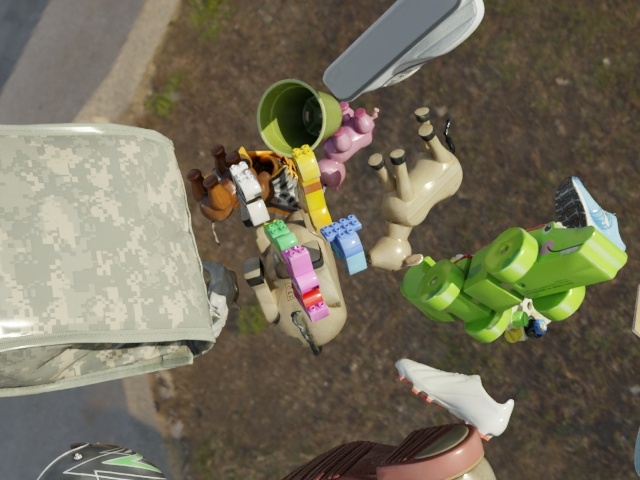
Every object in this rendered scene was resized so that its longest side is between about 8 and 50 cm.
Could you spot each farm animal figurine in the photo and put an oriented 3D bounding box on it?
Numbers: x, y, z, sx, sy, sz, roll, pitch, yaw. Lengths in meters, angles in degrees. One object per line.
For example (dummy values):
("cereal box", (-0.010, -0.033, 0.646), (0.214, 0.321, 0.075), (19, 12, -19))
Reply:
("farm animal figurine", (0.000, 0.000, 1.188), (0.330, 0.172, 0.327), (-5, 45, 21))

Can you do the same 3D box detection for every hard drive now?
("hard drive", (0.148, -0.261, 0.929), (0.307, 0.040, 0.203), (-46, 7, -32))

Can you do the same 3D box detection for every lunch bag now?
("lunch bag", (-0.253, 0.017, 0.961), (0.169, 0.286, 0.235), (-45, 54, 53))

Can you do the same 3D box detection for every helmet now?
("helmet", (-0.245, 0.307, 1.110), (0.169, 0.169, 0.161), (-65, 12, -12))

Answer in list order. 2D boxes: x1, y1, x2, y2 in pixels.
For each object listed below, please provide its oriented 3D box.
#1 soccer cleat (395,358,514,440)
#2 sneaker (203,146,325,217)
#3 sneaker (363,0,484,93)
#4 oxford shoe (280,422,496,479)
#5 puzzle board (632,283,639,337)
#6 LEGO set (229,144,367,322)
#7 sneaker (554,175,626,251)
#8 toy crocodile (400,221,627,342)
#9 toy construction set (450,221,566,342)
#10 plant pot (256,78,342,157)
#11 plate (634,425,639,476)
("soccer cleat", (0.204, 0.227, 1.514), (0.196, 0.068, 0.076), (32, 87, 27))
("sneaker", (-0.063, -0.089, 1.422), (0.083, 0.214, 0.084), (-49, 61, 33))
("sneaker", (0.134, -0.293, 1.424), (0.258, 0.091, 0.094), (-22, 94, 42))
("oxford shoe", (0.062, 0.312, 1.169), (0.348, 0.123, 0.130), (-22, 96, 47))
("puzzle board", (0.567, 0.147, 1.665), (0.011, 0.128, 0.096), (-27, 33, 45))
("LEGO set", (-0.022, -0.034, 1.002), (0.087, 0.093, 0.227), (-23, 40, -11))
("sneaker", (0.439, -0.033, 1.607), (0.073, 0.162, 0.063), (-29, 2, -33))
("toy crocodile", (0.226, 0.042, 1.226), (0.340, 0.115, 0.105), (-27, 36, 53))
("toy construction set", (0.406, 0.076, 1.940), (0.327, 0.215, 0.151), (-23, 12, -28))
("plant pot", (-0.014, -0.136, 1.091), (0.083, 0.079, 0.083), (5, 101, 27))
("plate", (0.587, 0.319, 1.695), (0.024, 0.188, 0.188), (19, 73, 3))
